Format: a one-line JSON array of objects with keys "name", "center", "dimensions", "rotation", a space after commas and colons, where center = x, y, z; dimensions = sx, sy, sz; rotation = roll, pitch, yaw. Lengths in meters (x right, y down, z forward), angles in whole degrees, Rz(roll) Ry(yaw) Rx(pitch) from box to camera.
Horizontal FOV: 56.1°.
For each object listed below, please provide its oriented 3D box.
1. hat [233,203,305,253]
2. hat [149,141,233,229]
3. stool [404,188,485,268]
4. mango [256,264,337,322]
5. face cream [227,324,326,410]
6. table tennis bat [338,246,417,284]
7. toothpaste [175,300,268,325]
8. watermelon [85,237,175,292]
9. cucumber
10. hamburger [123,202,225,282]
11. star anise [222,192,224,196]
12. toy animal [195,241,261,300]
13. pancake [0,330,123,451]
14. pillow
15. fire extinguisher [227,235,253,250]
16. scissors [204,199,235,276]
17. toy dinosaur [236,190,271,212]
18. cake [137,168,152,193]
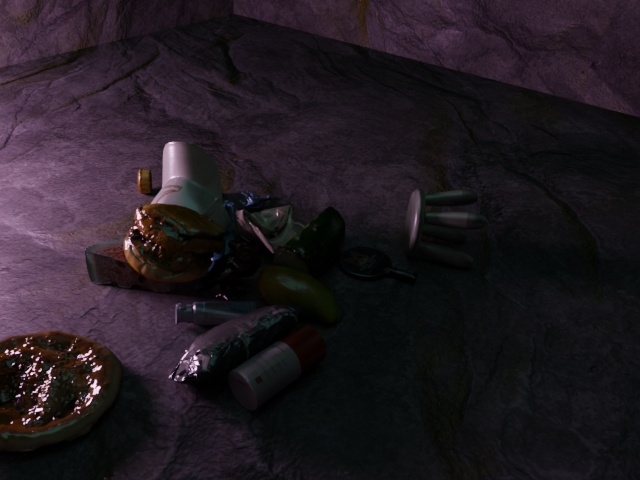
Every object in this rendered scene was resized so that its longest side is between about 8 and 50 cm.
[{"name": "hat", "center": [-0.142, -0.007, 1.754], "dimensions": [0.219, 0.164, 0.226], "rotation": [-7, 71, -48]}, {"name": "hat", "center": [-0.408, -0.132, 1.728], "dimensions": [0.257, 0.302, 0.168], "rotation": [2, 11, 23]}, {"name": "stool", "center": [0.355, -0.045, 1.742], "dimensions": [0.198, 0.195, 0.195], "rotation": [6, 34, 2]}, {"name": "mango", "center": [-0.060, 0.138, 1.516], "dimensions": [0.232, 0.111, 0.125], "rotation": [30, 52, 16]}, {"name": "face cream", "center": [-0.091, 0.274, 1.317], "dimensions": [0.095, 0.096, 0.214], "rotation": [30, 42, 34]}, {"name": "table tennis bat", "center": [0.162, 0.075, 1.702], "dimensions": [0.236, 0.027, 0.150], "rotation": [18, 36, 25]}, {"name": "toothpaste", "center": [-0.240, 0.179, 1.492], "dimensions": [0.234, 0.057, 0.089], "rotation": [0, 32, -16]}, {"name": "watermelon", "center": [-0.490, 0.071, 1.616], "dimensions": [0.241, 0.095, 0.154], "rotation": [17, 27, 17]}, {"name": "cucumber", "center": [0.003, 0.001, 1.684], "dimensions": [0.145, 0.105, 0.325], "rotation": [44, 37, 0]}, {"name": "hamburger", "center": [-0.377, 0.004, 1.548], "dimensions": [0.244, 0.163, 0.244], "rotation": [20, 13, -5]}, {"name": "star anise", "center": [-0.410, -0.130, 1.932], "dimensions": [0.207, 0.063, 0.172], "rotation": [-8, 39, -22]}, {"name": "toy animal", "center": [-0.231, 0.065, 1.533], "dimensions": [0.116, 0.180, 0.218], "rotation": [35, 23, 21]}, {"name": "pancake", "center": [-0.598, 0.304, 1.261], "dimensions": [0.355, 0.065, 0.356], "rotation": [5, 32, -3]}, {"name": "pillow", "center": [-0.182, 0.228, 1.356], "dimensions": [0.335, 0.093, 0.161], "rotation": [-27, 13, -37]}, {"name": "fire extinguisher", "center": [-0.209, 0.016, 1.691], "dimensions": [0.100, 0.032, 0.046], "rotation": [21, 52, 21]}, {"name": "scissors", "center": [-0.293, -0.009, 1.780], "dimensions": [0.180, 0.032, 0.393], "rotation": [2, 35, -5]}, {"name": "toy dinosaur", "center": [-0.220, -0.123, 1.938], "dimensions": [0.080, 0.045, 0.197], "rotation": [32, 30, 12]}, {"name": "cake", "center": [-0.584, -0.196, 1.994], "dimensions": [0.044, 0.084, 0.084], "rotation": [-2, 34, -13]}]
